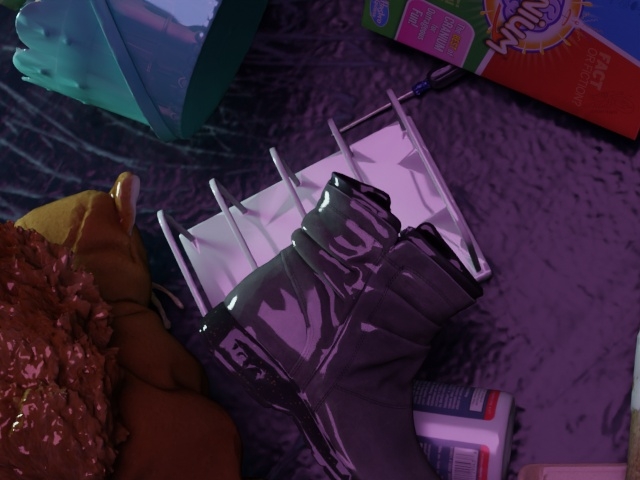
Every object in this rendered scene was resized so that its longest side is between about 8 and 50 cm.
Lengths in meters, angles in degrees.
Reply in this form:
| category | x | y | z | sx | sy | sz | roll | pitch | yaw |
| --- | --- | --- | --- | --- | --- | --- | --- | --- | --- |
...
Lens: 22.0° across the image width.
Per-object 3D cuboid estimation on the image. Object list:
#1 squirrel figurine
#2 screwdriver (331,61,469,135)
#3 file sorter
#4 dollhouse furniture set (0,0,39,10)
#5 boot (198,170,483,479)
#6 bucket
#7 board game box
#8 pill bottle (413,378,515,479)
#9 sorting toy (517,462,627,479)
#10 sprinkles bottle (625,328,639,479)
| category | x | y | z | sx | sy | sz | roll | pitch | yaw |
| --- | --- | --- | --- | --- | --- | --- | --- | --- | --- |
| squirrel figurine | -0.236 | 0.098 | 1.571 | 0.281 | 0.397 | 0.371 | -18 | 63 | 16 |
| screwdriver | 0.087 | -0.149 | 1.746 | 0.170 | 0.024 | 0.025 | -31 | 46 | 4 |
| file sorter | 0.000 | 0.000 | 1.653 | 0.277 | 0.173 | 0.193 | -28 | 74 | 4 |
| dollhouse furniture set | -0.361 | -0.392 | 1.756 | 0.135 | 0.259 | 0.262 | -39 | 76 | 10 |
| boot | 0.073 | 0.116 | 1.509 | 0.222 | 0.118 | 0.338 | -44 | 98 | 6 |
| bucket | -0.171 | -0.246 | 1.688 | 0.183 | 0.281 | 0.281 | 25 | 84 | 6 |
| board game box | 0.207 | -0.261 | 1.636 | 0.316 | 0.242 | 0.064 | 24 | 50 | 14 |
| pill bottle | 0.097 | 0.191 | 1.628 | 0.180 | 0.108 | 0.108 | 7 | 80 | 12 |
| sorting toy | 0.297 | 0.314 | 1.606 | 0.208 | 0.038 | 0.193 | -1 | 78 | 5 |
| sprinkles bottle | 0.350 | 0.178 | 1.552 | 0.121 | 0.121 | 0.356 | 6 | 70 | 11 |
